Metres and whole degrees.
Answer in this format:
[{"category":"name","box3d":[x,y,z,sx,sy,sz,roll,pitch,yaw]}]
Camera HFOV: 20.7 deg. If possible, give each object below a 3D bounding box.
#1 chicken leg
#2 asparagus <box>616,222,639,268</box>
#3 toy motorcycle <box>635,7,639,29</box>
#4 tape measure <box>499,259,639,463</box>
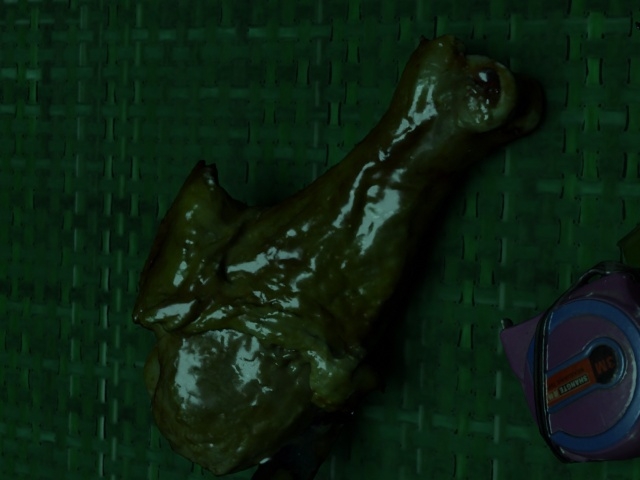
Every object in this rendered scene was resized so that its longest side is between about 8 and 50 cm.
[{"category":"chicken leg","box3d":[-0.011,-0.001,1.254,0.212,0.140,0.361,31,100,11]},{"category":"asparagus","box3d":[0.277,-0.044,1.007,0.085,0.082,0.343,40,145,-1]},{"category":"toy motorcycle","box3d":[0.257,-0.149,1.074,0.106,0.074,0.190,-38,75,31]},{"category":"tape measure","box3d":[0.186,0.081,1.134,0.118,0.074,0.125,-33,66,39]}]
